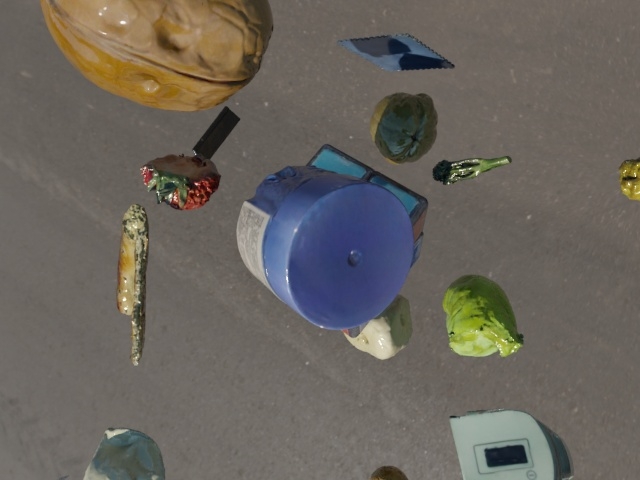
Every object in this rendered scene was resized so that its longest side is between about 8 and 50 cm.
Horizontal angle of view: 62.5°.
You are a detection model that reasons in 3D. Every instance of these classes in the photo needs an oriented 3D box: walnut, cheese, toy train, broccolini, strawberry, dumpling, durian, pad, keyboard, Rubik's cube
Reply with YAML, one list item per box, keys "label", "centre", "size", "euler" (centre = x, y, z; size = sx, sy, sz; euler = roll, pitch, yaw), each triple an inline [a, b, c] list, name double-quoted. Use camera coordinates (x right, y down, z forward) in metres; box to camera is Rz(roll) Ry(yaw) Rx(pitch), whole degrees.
- label: "walnut"
  centre: [0.288, -0.387, 1.804]
  size: [0.227, 0.283, 0.283]
  euler: [24, 115, -18]
- label: "cheese"
  centre: [0.185, 0.302, 1.784]
  size: [0.251, 0.248, 0.174]
  euler: [-12, 98, 11]
- label: "toy train"
  centre: [0.252, 0.263, 0.634]
  size: [0.088, 0.407, 0.087]
  euler: [-20, 61, 19]
- label: "walnut"
  centre: [0.143, 0.494, 1.092]
  size: [0.091, 0.121, 0.052]
  euler: [-3, 72, -1]
- label: "broccolini"
  centre: [0.358, -0.168, 1.272]
  size: [0.202, 0.091, 0.068]
  euler: [3, 68, 55]
- label: "strawberry"
  centre: [-0.258, -0.107, 0.979]
  size: [0.192, 0.140, 0.085]
  euler: [31, 123, 47]
- label: "dumpling"
  centre: [-0.332, 0.417, 0.891]
  size: [0.133, 0.170, 0.100]
  euler: [18, 146, -5]
- label: "durian"
  centre: [0.477, 0.230, 1.638]
  size: [0.256, 0.204, 0.340]
  euler: [121, 159, -44]
- label: "walnut"
  centre: [-0.145, -0.207, 0.489]
  size: [0.167, 0.207, 0.168]
  euler: [-32, 52, 52]
- label: "pad"
  centre: [0.225, -0.554, 1.570]
  size: [0.269, 0.268, 0.012]
  euler: [15, 95, 41]
- label: "keyboard"
  centre: [-0.304, -0.311, 1.540]
  size: [0.060, 0.196, 0.018]
  euler: [40, 149, -19]
- label: "Rubik's cube"
  centre: [0.054, 0.006, 1.331]
  size: [0.318, 0.313, 0.316]
  euler: [32, 71, 19]

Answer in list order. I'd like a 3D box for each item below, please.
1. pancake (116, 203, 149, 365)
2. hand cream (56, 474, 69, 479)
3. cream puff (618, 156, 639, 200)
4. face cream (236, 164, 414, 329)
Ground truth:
- label: "pancake"
  centre: [-0.339, 0.094, 0.942]
  size: [0.266, 0.057, 0.245]
  euler: [119, 148, -53]
- label: "hand cream"
  centre: [-0.658, 0.624, 1.134]
  size: [0.058, 0.271, 0.091]
  euler: [38, 157, 6]
- label: "cream puff"
  centre: [0.917, -0.189, 1.509]
  size: [0.116, 0.146, 0.146]
  euler: [33, 122, -24]
- label: "face cream"
  centre: [0.000, 0.000, 0.920]
  size: [0.225, 0.248, 0.249]
  euler: [28, 112, 54]
